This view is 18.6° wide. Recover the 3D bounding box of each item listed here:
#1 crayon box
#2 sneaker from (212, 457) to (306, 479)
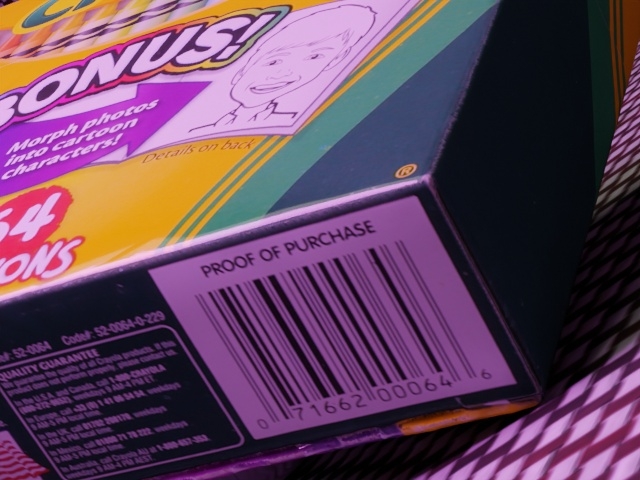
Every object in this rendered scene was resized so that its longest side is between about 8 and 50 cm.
[{"bbox_3d":[-0.060,-0.030,0.829,0.363,0.106,0.313,-15,30,27],"label":"crayon box"},{"bbox_3d":[-0.019,0.046,0.938,0.268,0.101,0.153,-33,3,1],"label":"sneaker"}]
